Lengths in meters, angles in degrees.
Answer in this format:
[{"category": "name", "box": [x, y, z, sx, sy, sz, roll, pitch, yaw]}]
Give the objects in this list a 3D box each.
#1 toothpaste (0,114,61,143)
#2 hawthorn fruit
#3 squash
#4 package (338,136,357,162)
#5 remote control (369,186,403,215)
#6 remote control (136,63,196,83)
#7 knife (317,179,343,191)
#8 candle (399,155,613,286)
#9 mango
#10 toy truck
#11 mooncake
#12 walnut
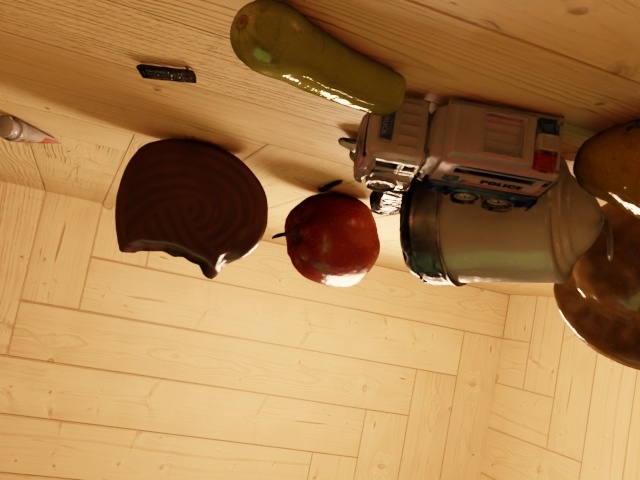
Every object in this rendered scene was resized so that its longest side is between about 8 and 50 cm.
[{"category": "toothpaste", "box": [-0.721, -0.262, 1.704, 0.090, 0.057, 0.234, 9, -179, 2]}, {"category": "hawthorn fruit", "box": [0.000, 0.000, 1.819, 0.301, 0.253, 0.254, -3, -178, -32]}, {"category": "squash", "box": [-0.002, -0.207, 0.813, 0.083, 0.083, 0.250, 5, 173, 45]}, {"category": "package", "box": [0.151, -0.148, 1.261, 0.232, 0.040, 0.166, 9, 173, 8]}, {"category": "remote control", "box": [0.164, -0.110, 1.526, 0.090, 0.066, 0.266, -2, 171, -7]}, {"category": "remote control", "box": [-0.232, -0.255, 1.052, 0.091, 0.016, 0.034, 9, 158, 12]}, {"category": "knife", "box": [0.024, -0.135, 1.721, 0.023, 0.010, 0.170, 7, 173, -18]}, {"category": "candle", "box": [0.311, -0.032, 1.155, 0.343, 0.221, 0.221, -1, 168, 30]}, {"category": "mango", "box": [0.459, -0.081, 0.849, 0.330, 0.176, 0.176, 32, 158, 44]}, {"category": "toy truck", "box": [0.188, -0.131, 0.982, 0.268, 0.124, 0.155, 9, 167, -2]}, {"category": "mooncake", "box": [-0.295, -0.069, 1.533, 0.325, 0.334, 0.174, 52, 166, -4]}, {"category": "walnut", "box": [0.623, 0.070, 1.202, 0.384, 0.383, 0.383, 11, 174, 1]}]
